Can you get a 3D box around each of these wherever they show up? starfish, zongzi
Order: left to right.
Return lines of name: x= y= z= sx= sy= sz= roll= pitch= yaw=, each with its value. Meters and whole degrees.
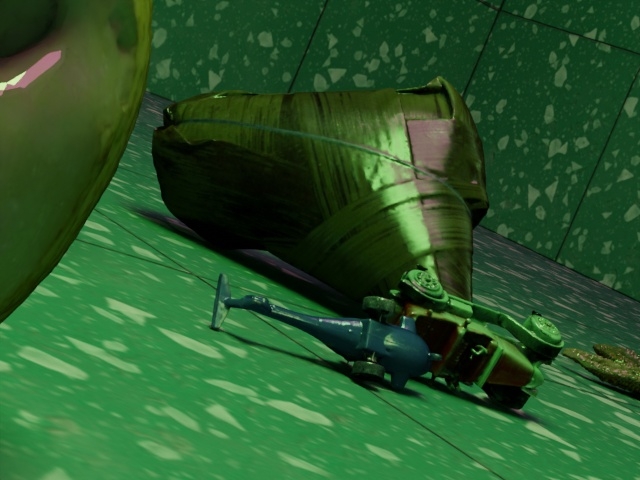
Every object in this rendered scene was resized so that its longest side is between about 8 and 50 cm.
zongzi: x=0.000 y=0.000 z=1.301 sx=0.286 sy=0.138 sz=0.300 roll=-2 pitch=49 yaw=2
starfish: x=0.349 y=0.146 z=1.612 sx=0.240 sy=0.043 sz=0.227 roll=18 pitch=4 yaw=-16

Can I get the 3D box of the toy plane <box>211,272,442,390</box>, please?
toy plane: x=0.007 y=0.060 z=1.025 sx=0.167 sy=0.054 sz=0.062 roll=21 pitch=-19 yaw=-33

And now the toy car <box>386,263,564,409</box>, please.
toy car: x=0.104 y=0.075 z=1.133 sx=0.143 sy=0.073 sz=0.054 roll=22 pitch=21 yaw=-22

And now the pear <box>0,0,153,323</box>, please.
pear: x=-0.180 y=-0.080 z=0.525 sx=0.271 sy=0.271 sz=0.271 roll=23 pitch=5 yaw=-2
